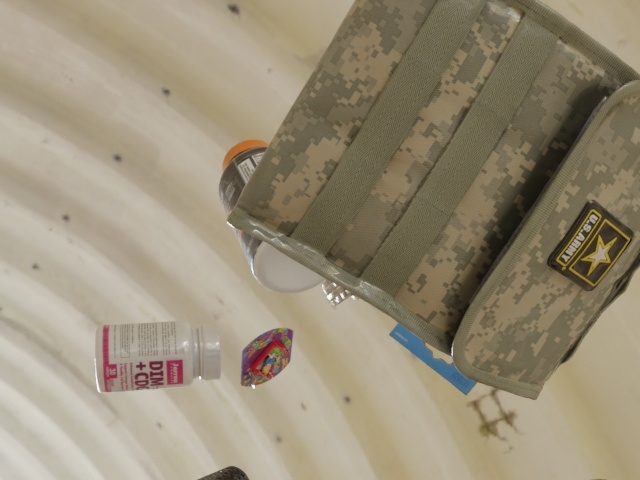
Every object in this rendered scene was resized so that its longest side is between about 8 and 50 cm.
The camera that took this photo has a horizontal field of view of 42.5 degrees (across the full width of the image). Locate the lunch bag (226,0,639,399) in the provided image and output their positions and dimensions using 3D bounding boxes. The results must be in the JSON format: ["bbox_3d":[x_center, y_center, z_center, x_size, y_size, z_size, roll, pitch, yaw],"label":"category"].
[{"bbox_3d":[0.114,-0.042,0.597,0.287,0.169,0.235,32,-82,-5],"label":"lunch bag"}]

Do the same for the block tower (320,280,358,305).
[{"bbox_3d":[0.000,0.000,1.982,0.097,0.335,0.091,-31,-7,-32],"label":"block tower"}]

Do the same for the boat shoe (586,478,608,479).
[{"bbox_3d":[0.378,0.496,1.464,0.341,0.110,0.121,-28,-75,17],"label":"boat shoe"}]

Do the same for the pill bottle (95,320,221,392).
[{"bbox_3d":[-0.382,0.272,1.944,0.283,0.160,0.160,-3,-31,-11],"label":"pill bottle"}]

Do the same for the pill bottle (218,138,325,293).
[{"bbox_3d":[-0.068,-0.047,1.165,0.131,0.245,0.130,-13,-50,-15],"label":"pill bottle"}]

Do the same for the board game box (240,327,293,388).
[{"bbox_3d":[-0.110,0.267,1.811,0.133,0.033,0.168,-20,-43,-30],"label":"board game box"}]

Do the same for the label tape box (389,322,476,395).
[{"bbox_3d":[0.343,0.145,1.878,0.241,0.106,0.333,39,-84,-8],"label":"label tape box"}]

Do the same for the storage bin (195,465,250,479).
[{"bbox_3d":[-0.154,0.376,1.038,0.180,0.122,0.084,-31,-2,36],"label":"storage bin"}]
